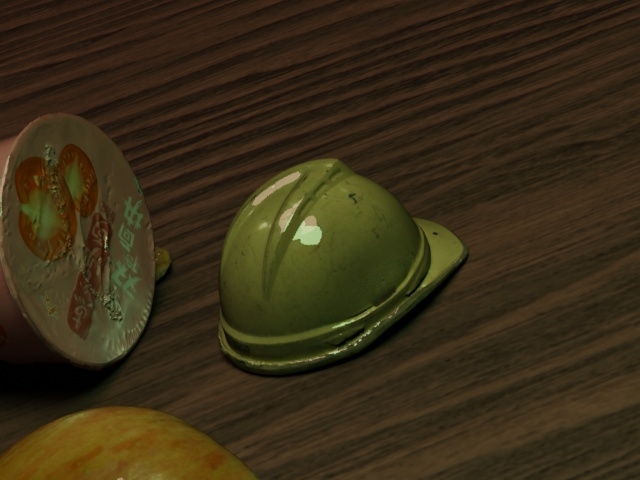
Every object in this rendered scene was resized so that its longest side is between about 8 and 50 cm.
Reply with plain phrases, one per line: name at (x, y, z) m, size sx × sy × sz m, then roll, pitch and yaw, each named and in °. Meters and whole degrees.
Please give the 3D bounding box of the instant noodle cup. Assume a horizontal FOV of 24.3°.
instant noodle cup at (-0.316, 0.015, 1.422) m, size 0.231 × 0.243 × 0.243 m, roll -10°, pitch 30°, yaw 26°

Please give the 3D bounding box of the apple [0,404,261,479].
apple at (-0.128, 0.243, 0.893) m, size 0.264 × 0.264 × 0.264 m, roll -14°, pitch 29°, yaw 8°

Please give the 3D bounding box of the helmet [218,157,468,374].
helmet at (0.002, -0.005, 1.364) m, size 0.204 × 0.137 × 0.257 m, roll 15°, pitch 42°, yaw 44°

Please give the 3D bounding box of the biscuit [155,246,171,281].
biscuit at (-0.221, 0.033, 1.545) m, size 0.147 × 0.018 × 0.071 m, roll -5°, pitch 31°, yaw 21°
